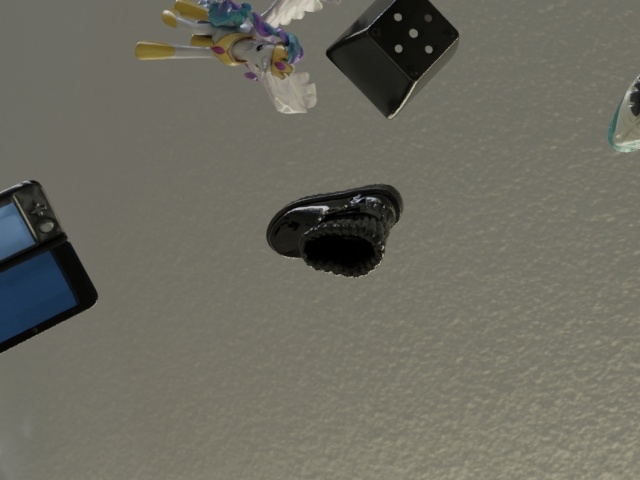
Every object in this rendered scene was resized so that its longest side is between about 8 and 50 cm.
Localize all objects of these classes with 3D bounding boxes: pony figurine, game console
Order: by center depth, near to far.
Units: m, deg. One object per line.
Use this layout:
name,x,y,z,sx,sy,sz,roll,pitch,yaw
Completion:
game console,-0.641,0.063,1.566,0.173,0.293,0.250,47,-23,38
pony figurine,-0.142,-0.410,1.617,0.363,0.351,0.303,18,-63,24

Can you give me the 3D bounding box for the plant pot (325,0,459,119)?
plant pot,0.150,-0.363,1.444,0.188,0.187,0.167,45,-7,-8

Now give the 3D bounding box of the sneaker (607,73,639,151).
sneaker,0.452,-0.209,0.954,0.107,0.275,0.110,49,-14,11

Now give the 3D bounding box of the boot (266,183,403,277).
boot,-0.001,-0.004,1.637,0.348,0.260,0.131,-19,-70,27
